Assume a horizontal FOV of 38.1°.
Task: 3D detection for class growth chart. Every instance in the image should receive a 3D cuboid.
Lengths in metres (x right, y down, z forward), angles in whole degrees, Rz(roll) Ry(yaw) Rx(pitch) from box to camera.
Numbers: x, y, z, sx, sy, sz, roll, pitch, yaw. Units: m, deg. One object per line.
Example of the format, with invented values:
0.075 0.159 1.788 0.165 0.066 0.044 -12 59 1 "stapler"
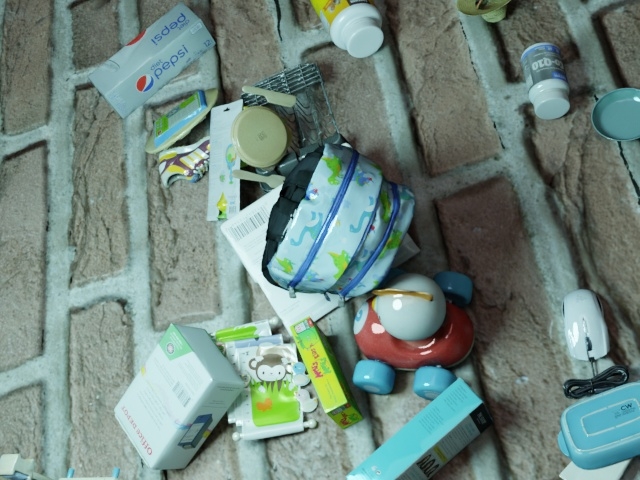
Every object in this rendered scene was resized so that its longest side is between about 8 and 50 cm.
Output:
-0.107 0.248 1.668 0.172 0.021 0.237 -18 62 -4 "growth chart"

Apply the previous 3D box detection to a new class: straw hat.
0.356 -0.487 1.920 0.145 0.061 0.144 -20 40 17 "straw hat"

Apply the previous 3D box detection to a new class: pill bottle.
0.433 -0.304 1.773 0.078 0.078 0.137 -12 58 14 "pill bottle"
0.058 -0.495 2.006 0.117 0.117 0.215 -28 55 4 "pill bottle"

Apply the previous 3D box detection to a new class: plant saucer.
0.563 -0.228 1.712 0.119 0.021 0.119 -9 59 16 "plant saucer"

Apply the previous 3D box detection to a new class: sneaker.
-0.256 -0.166 1.975 0.186 0.069 0.083 -16 68 17 "sneaker"
-0.189 0.228 1.727 0.119 0.042 0.067 20 67 27 "sneaker"

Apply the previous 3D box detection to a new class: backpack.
0.021 -0.032 1.561 0.273 0.355 0.290 29 83 12 "backpack"

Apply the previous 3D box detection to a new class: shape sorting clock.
-0.300 -0.259 2.012 0.206 0.040 0.206 -29 25 15 "shape sorting clock"

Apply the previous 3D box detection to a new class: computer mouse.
0.436 0.160 1.522 0.106 0.042 0.192 -13 58 15 "computer mouse"

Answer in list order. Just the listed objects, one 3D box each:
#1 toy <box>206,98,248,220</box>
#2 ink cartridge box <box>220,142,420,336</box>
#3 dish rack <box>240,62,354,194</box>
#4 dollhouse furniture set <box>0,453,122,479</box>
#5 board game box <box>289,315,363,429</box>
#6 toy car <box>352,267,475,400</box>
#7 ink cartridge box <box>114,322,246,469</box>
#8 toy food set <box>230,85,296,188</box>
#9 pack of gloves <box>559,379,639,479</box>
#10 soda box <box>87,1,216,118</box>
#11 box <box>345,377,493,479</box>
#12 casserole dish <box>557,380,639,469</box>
-0.179 -0.158 1.889 0.137 0.056 0.237 -2 82 56 "toy"
0.000 0.000 1.773 0.296 0.066 0.261 -33 77 1 "ink cartridge box"
-0.060 -0.245 1.938 0.208 0.074 0.271 -21 54 7 "dish rack"
-0.409 0.480 1.518 0.304 0.286 0.198 -9 58 30 "dollhouse furniture set"
0.009 0.230 1.618 0.043 0.092 0.181 -29 55 5 "board game box"
0.136 0.121 1.543 0.210 0.238 0.219 3 62 23 "toy car"
-0.255 0.279 1.649 0.212 0.093 0.154 -54 53 14 "ink cartridge box"
-0.118 -0.202 1.829 0.038 0.133 0.192 -9 72 64 "toy food set"
0.513 0.330 1.405 0.232 0.046 0.195 -48 42 -9 "pack of gloves"
-0.392 -0.420 2.153 0.286 0.091 0.098 -40 55 -4 "soda box"
0.162 0.335 1.492 0.244 0.100 0.060 -40 55 -5 "box"
0.454 0.280 1.430 0.188 0.037 0.114 -24 45 15 "casserole dish"
